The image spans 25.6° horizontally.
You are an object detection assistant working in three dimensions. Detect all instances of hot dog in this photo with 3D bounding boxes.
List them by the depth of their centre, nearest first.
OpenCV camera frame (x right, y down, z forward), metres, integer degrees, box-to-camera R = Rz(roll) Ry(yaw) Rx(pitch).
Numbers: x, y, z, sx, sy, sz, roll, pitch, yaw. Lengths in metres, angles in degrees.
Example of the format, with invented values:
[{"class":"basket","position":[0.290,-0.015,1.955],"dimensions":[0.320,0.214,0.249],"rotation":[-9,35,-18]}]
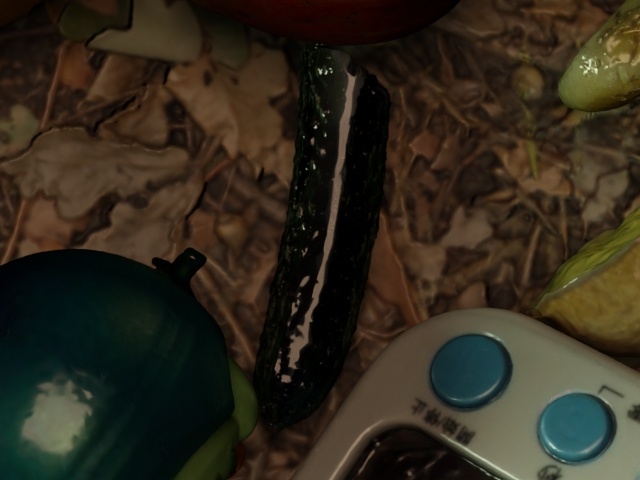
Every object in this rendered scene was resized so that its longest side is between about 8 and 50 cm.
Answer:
[{"class":"hot dog","position":[0.250,-0.166,0.900],"dimensions":[0.073,0.084,0.242],"rotation":[39,78,10]}]

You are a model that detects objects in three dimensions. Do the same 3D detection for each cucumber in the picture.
[{"class":"cucumber","position":[0.003,0.000,0.874],"dimensions":[0.067,0.067,0.245],"rotation":[7,79,2]}]

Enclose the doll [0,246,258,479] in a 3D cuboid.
[{"class":"doll","position":[-0.161,0.135,0.766],"dimensions":[0.186,0.198,0.322],"rotation":[40,75,-18]}]

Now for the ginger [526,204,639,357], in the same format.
[{"class":"ginger","position":[0.295,0.000,0.844],"dimensions":[0.353,0.126,0.190],"rotation":[-10,87,0]}]

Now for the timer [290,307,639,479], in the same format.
[{"class":"timer","position":[0.108,0.172,0.783],"dimensions":[0.262,0.087,0.237],"rotation":[28,78,33]}]

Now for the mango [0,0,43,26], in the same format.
[{"class":"mango","position":[-0.247,-0.213,0.881],"dimensions":[0.290,0.160,0.191],"rotation":[-36,86,2]}]

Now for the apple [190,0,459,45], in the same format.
[{"class":"apple","position":[0.004,-0.225,0.842],"dimensions":[0.234,0.234,0.234],"rotation":[0,77,0]}]
